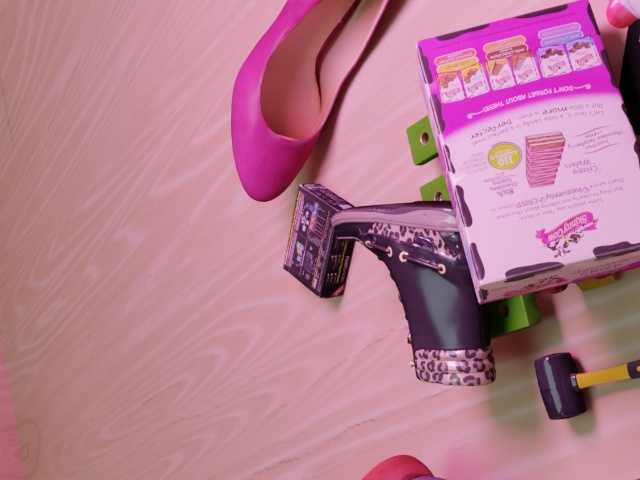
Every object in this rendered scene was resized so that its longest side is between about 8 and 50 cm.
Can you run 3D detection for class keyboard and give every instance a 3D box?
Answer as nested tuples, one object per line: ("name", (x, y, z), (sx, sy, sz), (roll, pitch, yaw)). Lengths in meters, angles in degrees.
("keyboard", (0.296, -0.181, 0.809), (0.100, 0.038, 0.192), (-129, 42, -71))

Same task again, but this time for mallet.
("mallet", (0.273, 0.127, 0.860), (0.190, 0.039, 0.062), (-14, 81, 50))

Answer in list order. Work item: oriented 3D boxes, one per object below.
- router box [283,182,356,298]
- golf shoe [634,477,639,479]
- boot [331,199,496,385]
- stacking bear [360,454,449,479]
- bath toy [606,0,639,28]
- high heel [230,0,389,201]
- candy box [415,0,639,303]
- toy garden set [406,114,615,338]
("router box", (0.000, 0.000, 1.227), (0.092, 0.038, 0.122), (36, 121, 47))
("golf shoe", (0.327, 0.314, 0.765), (0.120, 0.105, 0.273), (102, 150, -51))
("boot", (0.092, 0.050, 0.988), (0.236, 0.085, 0.178), (1, 97, 58))
("stacking bear", (0.161, 0.340, 0.936), (0.289, 0.175, 0.164), (21, 83, 42))
("bath toy", (0.299, -0.122, 0.529), (0.129, 0.348, 0.151), (-47, 41, 47))
("high heel", (-0.008, -0.203, 1.134), (0.181, 0.127, 0.377), (44, 124, 57))
("candy box", (0.185, -0.077, 0.840), (0.071, 0.159, 0.233), (65, -167, -70))
("toy garden set", (0.188, -0.035, 0.954), (0.204, 0.049, 0.244), (-29, 68, 54))
